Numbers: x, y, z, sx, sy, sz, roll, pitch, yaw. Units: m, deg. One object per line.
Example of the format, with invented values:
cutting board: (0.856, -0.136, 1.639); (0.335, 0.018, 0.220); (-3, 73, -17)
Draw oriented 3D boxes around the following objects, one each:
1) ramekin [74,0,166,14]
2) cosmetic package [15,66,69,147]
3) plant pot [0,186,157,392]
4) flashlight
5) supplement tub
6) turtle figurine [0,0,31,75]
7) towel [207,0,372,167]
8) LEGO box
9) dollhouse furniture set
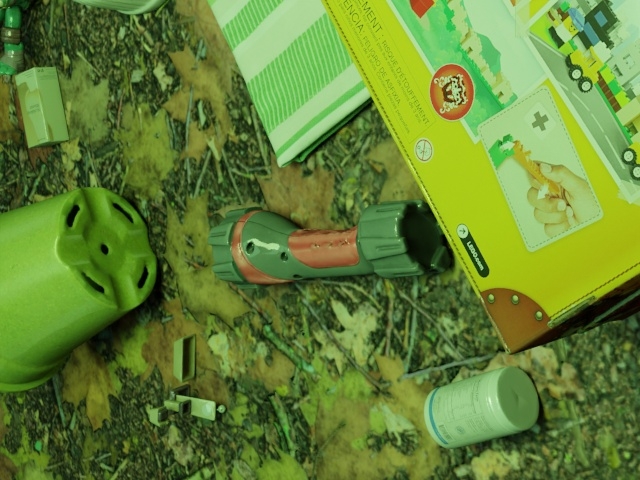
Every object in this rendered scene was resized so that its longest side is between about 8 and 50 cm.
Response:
ramekin: (-0.281, -0.404, 1.507); (0.207, 0.109, 0.207); (11, 106, 43)
cosmetic package: (-0.424, -0.202, 1.733); (0.060, 0.041, 0.115); (-12, 89, 45)
plant pot: (-0.379, 0.049, 1.611); (0.254, 0.276, 0.276); (-24, 81, 32)
flashlight: (0.000, 0.000, 1.313); (0.304, 0.103, 0.103); (-7, 90, 46)
supplement tub: (0.168, 0.177, 1.201); (0.107, 0.071, 0.071); (-25, 80, 43)
turtle figurine: (-0.478, -0.377, 1.701); (0.175, 0.118, 0.234); (47, 135, 47)
towel: (-0.038, -0.279, 1.341); (0.248, 0.038, 0.324); (-37, 72, 43)
LEGO box: (0.225, -0.210, 0.983); (0.372, 0.193, 0.500); (-39, 70, 42)
dollhouse furniture set: (-0.174, 0.191, 1.545); (0.081, 0.091, 0.114); (7, 100, 28)
